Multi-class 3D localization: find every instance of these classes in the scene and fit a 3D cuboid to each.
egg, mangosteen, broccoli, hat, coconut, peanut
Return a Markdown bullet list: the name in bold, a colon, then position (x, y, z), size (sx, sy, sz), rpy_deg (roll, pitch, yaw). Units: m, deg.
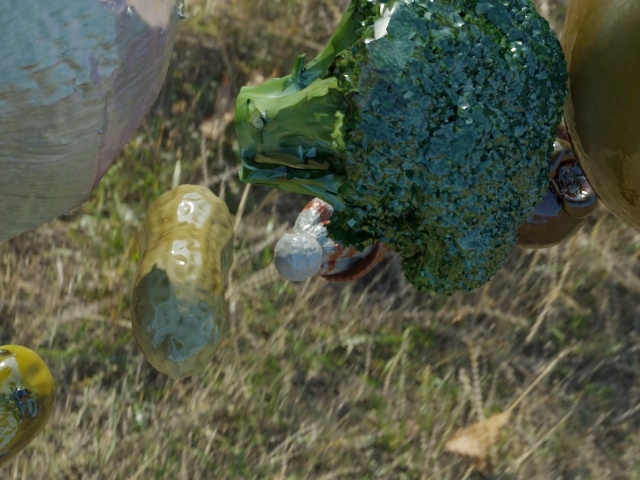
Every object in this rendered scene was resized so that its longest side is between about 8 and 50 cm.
- **egg**: position (0.344, -0.158, 1.228), size (0.282, 0.351, 0.283), rpy_deg (8, 24, -4)
- **mangosteen**: position (0.239, -0.061, 1.607), size (0.152, 0.152, 0.153), rpy_deg (6, 62, -11)
- **broccoli**: position (0.063, -0.104, 1.178), size (0.275, 0.308, 0.308), rpy_deg (-5, 62, 11)
- **hat**: position (0.000, 0.000, 1.478), size (0.093, 0.112, 0.162), rpy_deg (27, 22, 27)
- **coconut**: position (-0.315, -0.169, 1.143), size (0.404, 0.405, 0.405), rpy_deg (6, 62, -11)
- **peanut**: position (-0.130, 0.033, 1.383), size (0.103, 0.098, 0.229), rpy_deg (47, 25, -27)

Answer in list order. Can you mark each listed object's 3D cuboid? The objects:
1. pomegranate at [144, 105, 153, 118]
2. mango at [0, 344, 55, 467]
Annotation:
- **pomegranate**: position (-0.291, -0.213, 1.543), size (0.254, 0.270, 0.254), rpy_deg (-9, 72, 29)
- **mango**: position (-0.442, 0.237, 1.835), size (0.262, 0.167, 0.130), rpy_deg (-43, 99, 6)
